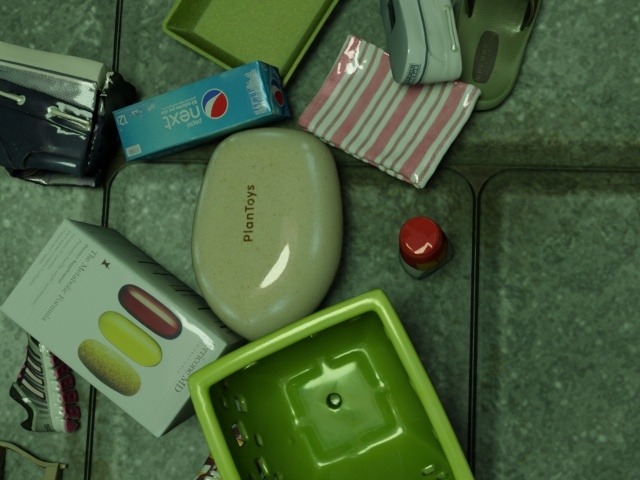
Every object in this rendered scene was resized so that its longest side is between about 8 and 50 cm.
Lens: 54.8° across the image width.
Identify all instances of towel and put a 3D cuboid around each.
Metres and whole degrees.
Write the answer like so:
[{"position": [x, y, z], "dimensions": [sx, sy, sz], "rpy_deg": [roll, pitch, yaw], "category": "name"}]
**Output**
[{"position": [0.083, -0.167, 0.784], "dimensions": [0.197, 0.029, 0.144], "rpy_deg": [30, 89, 22], "category": "towel"}]

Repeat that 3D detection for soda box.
[{"position": [-0.150, -0.160, 0.782], "dimensions": [0.210, 0.071, 0.067], "rpy_deg": [-13, 94, 18], "category": "soda box"}]

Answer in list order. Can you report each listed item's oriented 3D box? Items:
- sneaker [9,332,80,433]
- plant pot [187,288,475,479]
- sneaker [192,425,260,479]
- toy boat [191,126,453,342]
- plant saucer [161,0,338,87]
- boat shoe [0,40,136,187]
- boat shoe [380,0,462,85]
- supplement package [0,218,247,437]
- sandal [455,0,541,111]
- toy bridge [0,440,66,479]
[{"position": [-0.371, 0.173, 0.807], "dimensions": [0.074, 0.063, 0.170], "rpy_deg": [-12, 89, -1], "category": "sneaker"}, {"position": [0.017, 0.197, 0.693], "dimensions": [0.227, 0.207, 0.228], "rpy_deg": [-25, 84, 4], "category": "plant pot"}, {"position": [-0.134, 0.315, 0.761], "dimensions": [0.069, 0.084, 0.185], "rpy_deg": [31, 89, 8], "category": "sneaker"}, {"position": [0.000, 0.000, 0.757], "dimensions": [0.318, 0.148, 0.268], "rpy_deg": [6, 81, 14], "category": "toy boat"}, {"position": [-0.084, -0.308, 0.826], "dimensions": [0.188, 0.045, 0.188], "rpy_deg": [32, 89, 8], "category": "plant saucer"}, {"position": [-0.427, -0.168, 0.807], "dimensions": [0.340, 0.127, 0.158], "rpy_deg": [10, 79, 6], "category": "boat shoe"}, {"position": [0.126, -0.303, 0.774], "dimensions": [0.084, 0.095, 0.258], "rpy_deg": [1, 71, -10], "category": "boat shoe"}, {"position": [-0.230, 0.102, 0.763], "dimensions": [0.244, 0.134, 0.139], "rpy_deg": [35, 90, 7], "category": "supplement package"}, {"position": [0.226, -0.316, 0.771], "dimensions": [0.120, 0.086, 0.303], "rpy_deg": [7, 88, 11], "category": "sandal"}, {"position": [-0.430, 0.298, 0.811], "dimensions": [0.188, 0.026, 0.063], "rpy_deg": [1, 58, -5], "category": "toy bridge"}]
